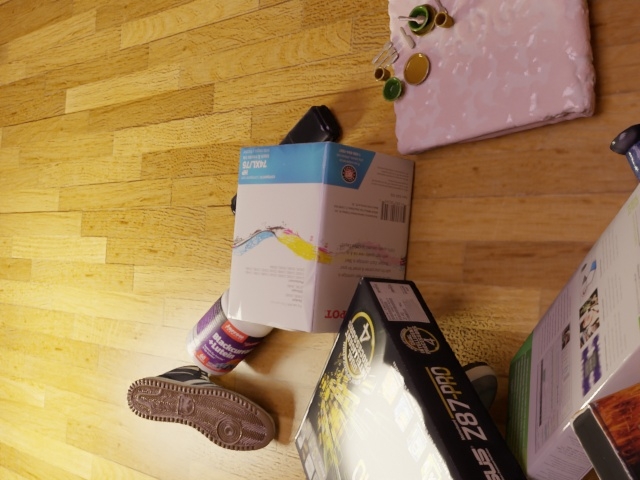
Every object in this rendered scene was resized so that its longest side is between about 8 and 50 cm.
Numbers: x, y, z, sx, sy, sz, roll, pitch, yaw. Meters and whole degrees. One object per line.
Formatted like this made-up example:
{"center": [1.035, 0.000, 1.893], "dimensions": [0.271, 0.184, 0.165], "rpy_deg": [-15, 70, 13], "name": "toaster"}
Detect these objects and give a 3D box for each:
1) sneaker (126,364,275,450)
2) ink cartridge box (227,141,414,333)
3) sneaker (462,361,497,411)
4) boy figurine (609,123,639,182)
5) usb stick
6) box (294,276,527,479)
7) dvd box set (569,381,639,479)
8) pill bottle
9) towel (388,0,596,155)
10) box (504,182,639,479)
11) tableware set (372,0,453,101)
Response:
{"center": [-0.199, 0.302, 1.497], "dimensions": [0.282, 0.153, 0.099], "rpy_deg": [13, 93, 15], "name": "sneaker"}
{"center": [0.000, 0.000, 1.242], "dimensions": [0.197, 0.198, 0.270], "rpy_deg": [3, 88, 45], "name": "ink cartridge box"}
{"center": [0.189, 0.321, 1.068], "dimensions": [0.178, 0.123, 0.296], "rpy_deg": [48, 126, 43], "name": "sneaker"}
{"center": [0.442, -0.032, 0.875], "dimensions": [0.177, 0.092, 0.285], "rpy_deg": [-52, 54, 37], "name": "boy figurine"}
{"center": [-0.067, -0.126, 1.431], "dimensions": [0.278, 0.045, 0.077], "rpy_deg": [-45, 64, 32], "name": "usb stick"}
{"center": [0.095, 0.286, 1.020], "dimensions": [0.395, 0.097, 0.318], "rpy_deg": [-114, 36, -51], "name": "box"}
{"center": [0.462, 0.199, 0.645], "dimensions": [0.062, 0.420, 0.308], "rpy_deg": [91, 158, -62], "name": "dvd box set"}
{"center": [-0.147, 0.145, 1.438], "dimensions": [0.193, 0.108, 0.108], "rpy_deg": [-47, 55, 32], "name": "pill bottle"}
{"center": [0.231, -0.303, 1.145], "dimensions": [0.317, 0.053, 0.332], "rpy_deg": [-10, 78, 45], "name": "towel"}
{"center": [0.294, 0.124, 0.881], "dimensions": [0.232, 0.058, 0.322], "rpy_deg": [-68, 2, -50], "name": "box"}
{"center": [0.133, -0.282, 1.190], "dimensions": [0.154, 0.024, 0.104], "rpy_deg": [-43, 56, 33], "name": "tableware set"}
